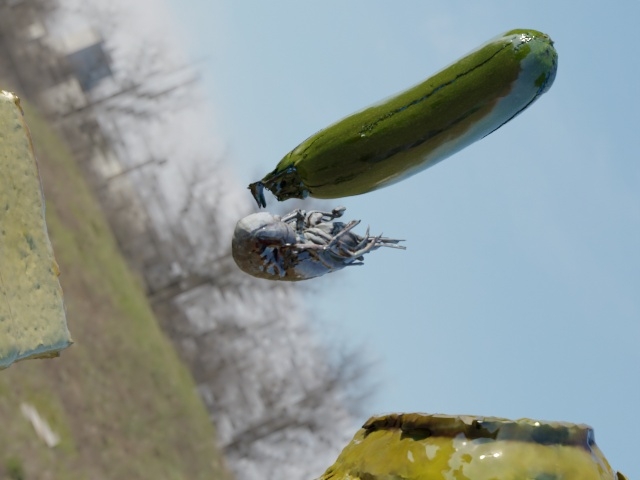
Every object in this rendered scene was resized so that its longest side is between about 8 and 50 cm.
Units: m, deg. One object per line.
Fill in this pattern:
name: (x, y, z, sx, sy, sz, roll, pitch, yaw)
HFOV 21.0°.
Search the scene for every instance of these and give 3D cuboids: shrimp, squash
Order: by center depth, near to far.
shrimp: (0.000, 0.000, 1.399, 0.056, 0.165, 0.065, 45, -45, 42)
squash: (0.081, -0.106, 1.668, 0.087, 0.332, 0.087, 63, 7, -13)

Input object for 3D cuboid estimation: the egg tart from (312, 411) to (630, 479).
egg tart: (0.110, 0.181, 1.198, 0.294, 0.294, 0.123, 148, -51, -81)

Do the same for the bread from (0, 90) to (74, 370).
bread: (-0.414, 0.019, 1.636, 0.207, 0.279, 0.279, -14, 93, -64)
